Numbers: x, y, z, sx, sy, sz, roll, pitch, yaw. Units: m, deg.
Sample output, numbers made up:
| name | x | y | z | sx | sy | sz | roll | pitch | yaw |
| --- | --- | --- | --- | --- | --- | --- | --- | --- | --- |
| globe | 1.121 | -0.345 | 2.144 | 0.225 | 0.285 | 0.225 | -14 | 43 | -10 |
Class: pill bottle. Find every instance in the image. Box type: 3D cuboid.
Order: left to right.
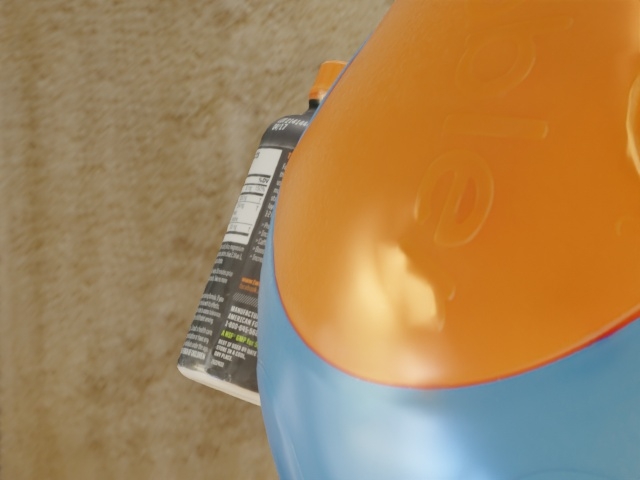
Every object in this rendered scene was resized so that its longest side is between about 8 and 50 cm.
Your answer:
| name | x | y | z | sx | sy | sz | roll | pitch | yaw |
| --- | --- | --- | --- | --- | --- | --- | --- | --- | --- |
| pill bottle | 0.000 | 0.000 | 1.291 | 0.130 | 0.130 | 0.245 | 20 | 84 | 2 |

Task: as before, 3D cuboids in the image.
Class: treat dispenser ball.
| name | x | y | z | sx | sy | sz | roll | pitch | yaw |
| --- | --- | --- | --- | --- | --- | --- | --- | --- | --- |
| treat dispenser ball | 0.124 | 0.027 | 0.568 | 0.288 | 0.288 | 0.288 | 2 | 108 | 8 |
